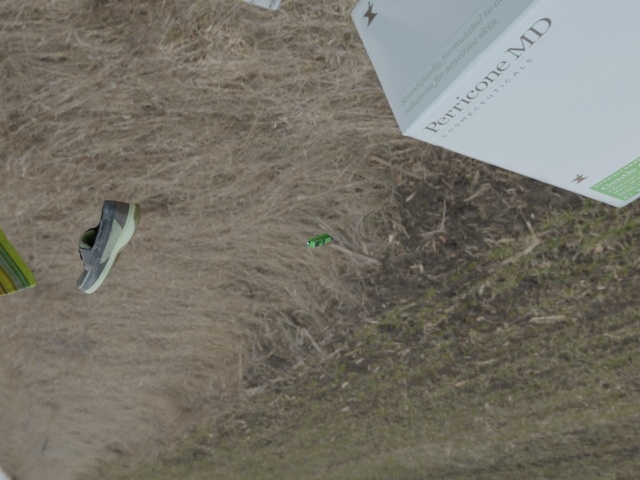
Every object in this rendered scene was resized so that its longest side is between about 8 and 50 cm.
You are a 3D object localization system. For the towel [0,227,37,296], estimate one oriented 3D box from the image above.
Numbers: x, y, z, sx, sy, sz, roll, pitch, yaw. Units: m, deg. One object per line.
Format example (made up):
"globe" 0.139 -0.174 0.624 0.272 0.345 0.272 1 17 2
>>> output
"towel" -0.397 0.032 0.486 0.102 0.237 0.021 47 113 8

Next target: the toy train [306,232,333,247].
"toy train" 0.000 0.000 1.058 0.023 0.083 0.017 18 109 27

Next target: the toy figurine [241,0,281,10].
"toy figurine" -0.077 -0.309 0.391 0.148 0.213 0.209 8 158 -26

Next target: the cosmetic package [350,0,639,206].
"cosmetic package" 0.235 -0.167 0.462 0.365 0.155 0.197 6 145 -36

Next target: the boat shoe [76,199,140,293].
"boat shoe" -0.273 0.005 0.637 0.049 0.056 0.152 23 120 -31
